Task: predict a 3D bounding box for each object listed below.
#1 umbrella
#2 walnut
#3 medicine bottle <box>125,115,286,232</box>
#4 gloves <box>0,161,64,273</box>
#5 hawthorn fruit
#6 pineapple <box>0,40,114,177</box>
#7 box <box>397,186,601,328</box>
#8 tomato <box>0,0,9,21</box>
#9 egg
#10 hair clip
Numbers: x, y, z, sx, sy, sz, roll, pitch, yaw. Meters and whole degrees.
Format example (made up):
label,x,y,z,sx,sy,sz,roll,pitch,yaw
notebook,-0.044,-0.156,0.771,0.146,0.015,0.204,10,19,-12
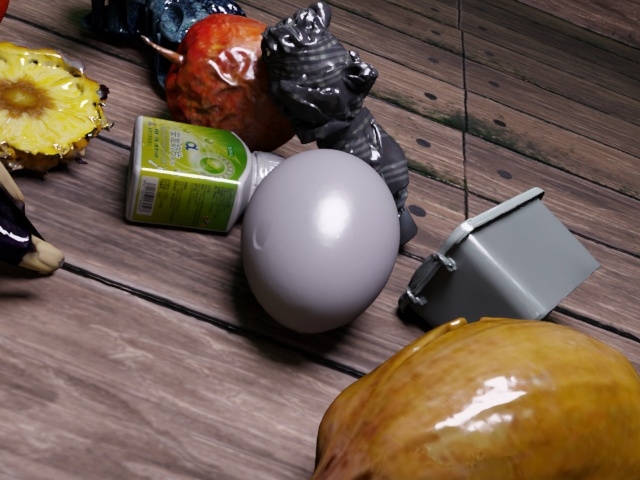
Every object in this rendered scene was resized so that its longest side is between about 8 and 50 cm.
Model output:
label,x,y,z,sx,sy,sz,roll,pitch,yaw
umbrella,0.042,-0.131,0.791,0.336,0.128,0.154,60,14,-12
walnut,0.126,0.168,0.518,0.336,0.209,0.209,-4,43,-31
medicine bottle,-0.144,-0.080,0.791,0.188,0.088,0.132,6,38,-20
gloves,-0.386,-0.036,0.578,0.301,0.152,0.197,27,61,-18
hawthorn fruit,-0.142,-0.225,0.875,0.243,0.207,0.207,18,32,-35
pineapple,-0.367,-0.157,0.774,0.225,0.076,0.225,12,51,-15
box,0.229,0.049,0.775,0.243,0.163,0.135,-21,62,-46
tomato,-0.491,-0.350,0.716,0.226,0.298,0.298,-6,29,22
egg,0.000,0.000,0.689,0.176,0.176,0.232,16,39,-9
hair clip,-0.247,-0.376,1.049,0.310,0.194,0.206,39,45,20
